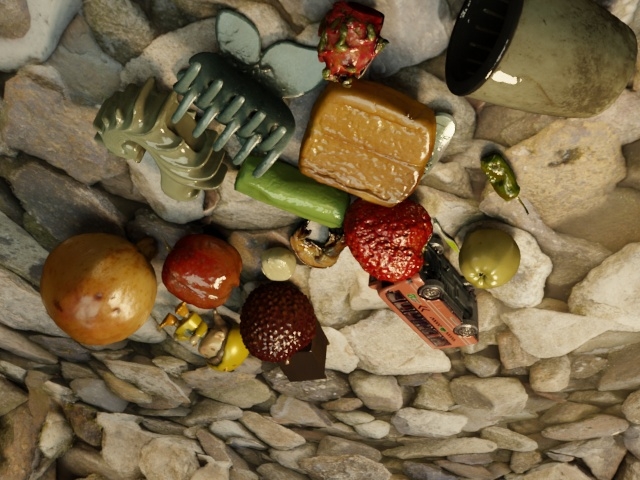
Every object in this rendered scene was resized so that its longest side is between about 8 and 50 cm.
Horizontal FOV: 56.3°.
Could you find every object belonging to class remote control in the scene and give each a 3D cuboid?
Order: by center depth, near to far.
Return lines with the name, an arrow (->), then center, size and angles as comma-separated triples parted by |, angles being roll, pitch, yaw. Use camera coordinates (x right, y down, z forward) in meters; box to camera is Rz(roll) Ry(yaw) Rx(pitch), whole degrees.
remote control -> 0.291, -0.257, 1.647 | 0.097, 0.045, 0.256 | 25, 137, -6

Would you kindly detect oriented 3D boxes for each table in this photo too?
table -> -0.077, 0.417, 2.291 | 0.172, 0.169, 0.193 | -9, 135, 17

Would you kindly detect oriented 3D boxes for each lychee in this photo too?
lychee -> -0.153, 0.295, 2.113 | 0.275, 0.276, 0.304 | -11, 102, 17

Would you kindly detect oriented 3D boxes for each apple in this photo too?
apple -> 0.517, 0.054, 1.842 | 0.200, 0.200, 0.200 | 4, 136, 4

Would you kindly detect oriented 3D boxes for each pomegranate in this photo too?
pomegranate -> -0.697, 0.135, 1.965 | 0.410, 0.410, 0.410 | 4, 136, 4

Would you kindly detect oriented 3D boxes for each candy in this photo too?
candy -> -0.079, -0.137, 1.748 | 0.343, 0.142, 0.132 | 20, 144, -12

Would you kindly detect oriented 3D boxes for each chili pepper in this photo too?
chili pepper -> 0.521, -0.162, 1.695 | 0.072, 0.073, 0.204 | -15, 122, 45

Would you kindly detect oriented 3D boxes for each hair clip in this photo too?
hair clip -> -0.200, -0.349, 1.482 | 0.318, 0.238, 0.392 | 34, 131, -21

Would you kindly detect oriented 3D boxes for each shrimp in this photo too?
shrimp -> 0.001, -0.006, 1.930 | 0.178, 0.075, 0.289 | 21, 147, -10

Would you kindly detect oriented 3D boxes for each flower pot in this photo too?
flower pot -> 0.481, -0.416, 1.307 | 0.330, 0.294, 0.293 | 13, 136, -17
flower pot -> -0.422, -0.263, 1.646 | 0.254, 0.164, 0.367 | -15, 136, 35

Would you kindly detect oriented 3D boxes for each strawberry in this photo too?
strawberry -> 0.182, -0.025, 1.739 | 0.277, 0.257, 0.257 | 34, 130, -31

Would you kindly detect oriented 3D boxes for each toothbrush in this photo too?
toothbrush -> 0.428, 0.021, 1.923 | 0.022, 0.026, 0.263 | -19, 130, 32

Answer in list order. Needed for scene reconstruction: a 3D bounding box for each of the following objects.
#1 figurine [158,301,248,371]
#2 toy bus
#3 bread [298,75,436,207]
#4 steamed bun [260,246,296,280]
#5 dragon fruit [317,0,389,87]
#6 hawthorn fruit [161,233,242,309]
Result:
figurine -> -0.427, 0.365, 2.281 | 0.343, 0.187, 0.215 | 39, 137, -21
toy bus -> 0.357, 0.178, 1.973 | 0.233, 0.203, 0.427 | -21, 132, 32
bread -> 0.128, -0.272, 1.576 | 0.337, 0.148, 0.328 | 18, 134, -1
steamed bun -> -0.137, 0.071, 2.000 | 0.112, 0.091, 0.130 | -6, 137, 20
dragon fruit -> 0.068, -0.453, 1.389 | 0.166, 0.160, 0.172 | 36, 127, 21
hawthorn fruit -> -0.388, 0.101, 1.958 | 0.261, 0.258, 0.258 | -1, 139, -22
